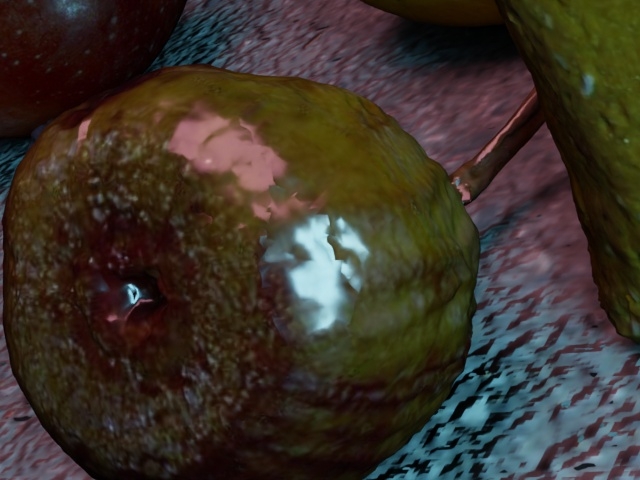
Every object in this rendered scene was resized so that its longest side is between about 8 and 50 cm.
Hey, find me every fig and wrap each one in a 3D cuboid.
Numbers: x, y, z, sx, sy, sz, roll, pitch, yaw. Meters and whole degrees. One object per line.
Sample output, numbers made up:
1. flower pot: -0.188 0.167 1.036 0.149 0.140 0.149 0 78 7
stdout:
1. fig: 0.000 0.000 0.500 0.146 0.134 0.201 23 28 25

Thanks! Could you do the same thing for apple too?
1. apple: -0.178 -0.164 0.848 0.201 0.218 0.218 -32 20 34

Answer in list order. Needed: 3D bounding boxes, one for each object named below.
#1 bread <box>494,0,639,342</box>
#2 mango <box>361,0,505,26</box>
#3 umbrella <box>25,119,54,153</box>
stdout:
1. bread: 0.108 -0.059 0.404 0.132 0.172 0.103 -4 35 40
2. mango: 0.088 -0.150 0.682 0.219 0.112 0.145 18 51 43
3. umbrella: -0.059 -0.045 0.697 0.188 0.046 0.050 -4 74 42
